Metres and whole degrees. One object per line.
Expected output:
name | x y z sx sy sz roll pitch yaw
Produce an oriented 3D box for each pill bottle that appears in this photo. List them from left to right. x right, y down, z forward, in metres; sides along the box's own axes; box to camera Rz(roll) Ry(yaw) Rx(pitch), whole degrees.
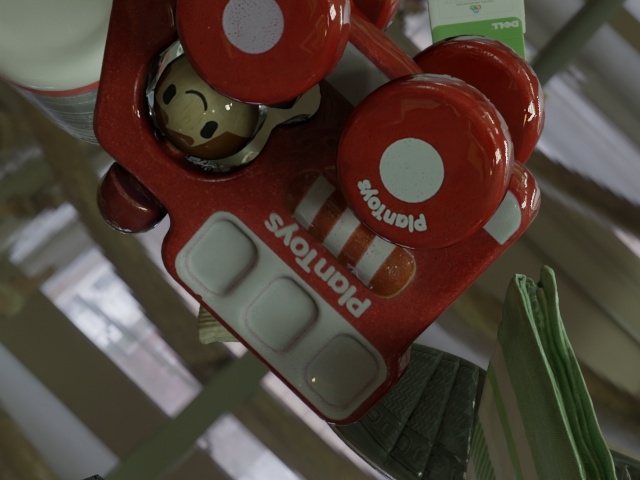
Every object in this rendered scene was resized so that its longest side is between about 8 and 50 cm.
pill bottle | -0.234 -0.218 1.630 0.210 0.210 0.363 -46 169 -2

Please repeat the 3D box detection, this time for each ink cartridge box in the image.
ink cartridge box | 0.174 -0.284 1.731 0.062 0.109 0.209 -89 170 -47

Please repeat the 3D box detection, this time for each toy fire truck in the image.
toy fire truck | -0.019 -0.056 0.963 0.254 0.302 0.169 -48 180 23

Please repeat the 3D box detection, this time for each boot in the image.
boot | 0.139 0.239 1.480 0.284 0.377 0.138 130 -18 -64

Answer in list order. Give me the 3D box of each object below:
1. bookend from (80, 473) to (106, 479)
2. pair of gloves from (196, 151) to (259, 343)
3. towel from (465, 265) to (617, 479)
bookend | -0.206 0.340 1.499 0.072 0.157 0.156 -11 126 -61
pair of gloves | 0.000 0.000 1.385 0.042 0.204 0.240 73 23 -43
towel | 0.126 0.212 0.970 0.248 0.038 0.325 -96 -168 -57
